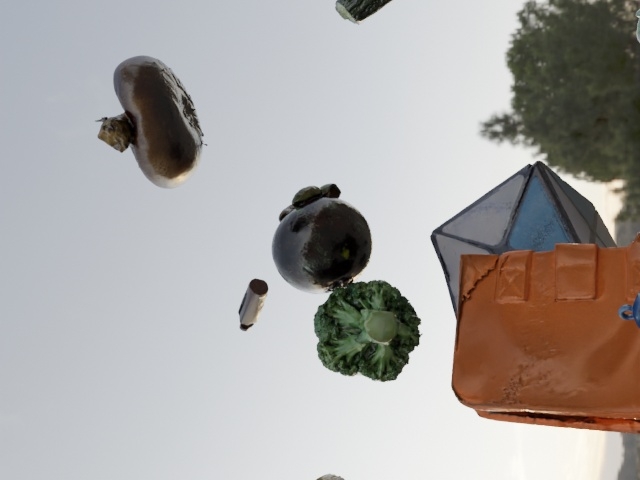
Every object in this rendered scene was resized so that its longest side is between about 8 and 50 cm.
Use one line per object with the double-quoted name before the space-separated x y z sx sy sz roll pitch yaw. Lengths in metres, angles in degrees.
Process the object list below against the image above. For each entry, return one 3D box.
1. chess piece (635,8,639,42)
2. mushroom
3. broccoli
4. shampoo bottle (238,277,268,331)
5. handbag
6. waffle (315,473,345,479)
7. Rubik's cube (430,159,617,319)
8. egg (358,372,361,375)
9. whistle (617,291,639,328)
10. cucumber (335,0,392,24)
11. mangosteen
"chess piece" 0.812 -0.426 1.538 0.272 0.139 0.139 50 -136 -13
"mushroom" -0.361 -0.261 1.462 0.297 0.163 0.278 70 -158 -8
"broccoli" 0.117 0.216 1.556 0.270 0.270 0.270 123 156 -78
"shampoo bottle" -0.210 0.203 2.009 0.068 0.236 0.067 -5 -125 -25
"handbag" 0.422 0.149 1.078 0.116 0.410 0.303 38 -125 -48
"waffle" -0.081 0.528 1.277 0.168 0.274 0.057 119 132 -72
"Rubik's cube" 0.463 0.058 1.423 0.310 0.305 0.307 23 -137 -37
"egg" 0.124 0.329 2.018 0.231 0.168 0.168 34 -118 -68
"whistle" 0.475 0.093 0.863 0.090 0.158 0.090 15 -109 -55
"cucumber" 0.145 -0.538 1.363 0.077 0.265 0.077 47 -157 -28
"mangosteen" 0.000 0.000 1.731 0.288 0.288 0.288 -5 -84 -59
